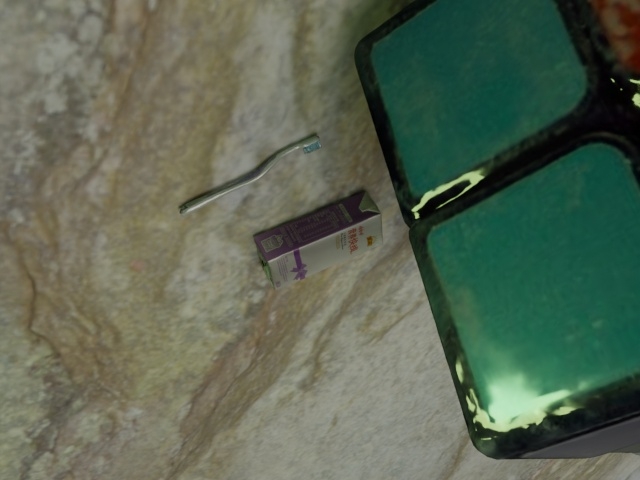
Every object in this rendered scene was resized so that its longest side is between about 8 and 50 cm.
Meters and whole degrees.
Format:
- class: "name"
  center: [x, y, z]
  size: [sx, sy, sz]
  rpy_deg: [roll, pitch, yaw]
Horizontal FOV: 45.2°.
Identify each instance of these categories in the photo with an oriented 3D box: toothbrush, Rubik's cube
- class: "toothbrush"
  center: [-0.058, -0.054, 0.638]
  size: [0.131, 0.011, 0.013]
  rpy_deg: [-27, 122, -2]
- class: "Rubik's cube"
  center: [0.255, -0.040, 0.524]
  size: [0.316, 0.318, 0.313]
  rpy_deg: [-30, 150, 31]

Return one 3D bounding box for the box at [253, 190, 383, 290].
- class: "box"
  center: [0.000, 0.000, 0.715]
  size: [0.117, 0.036, 0.051]
  rpy_deg: [-23, 143, -8]
